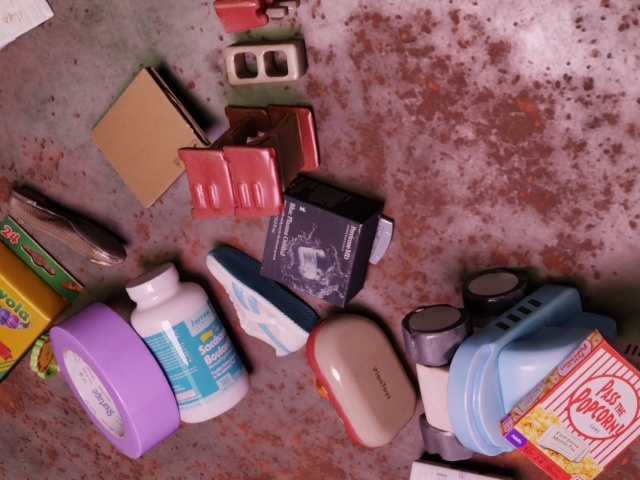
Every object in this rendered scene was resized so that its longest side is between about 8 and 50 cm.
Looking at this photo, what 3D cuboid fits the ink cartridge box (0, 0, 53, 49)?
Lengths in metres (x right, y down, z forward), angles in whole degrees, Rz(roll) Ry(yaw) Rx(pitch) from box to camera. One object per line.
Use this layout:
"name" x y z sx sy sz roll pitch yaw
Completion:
"ink cartridge box" -0.585 -0.403 1.824 0.232 0.066 0.189 -28 102 6

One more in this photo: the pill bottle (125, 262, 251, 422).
"pill bottle" -0.238 0.174 1.892 0.146 0.146 0.264 -19 106 25

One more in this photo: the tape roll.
"tape roll" -0.366 0.247 1.923 0.274 0.090 0.275 38 147 30

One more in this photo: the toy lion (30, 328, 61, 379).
"toy lion" -0.514 0.218 2.037 0.034 0.096 0.100 15 117 13

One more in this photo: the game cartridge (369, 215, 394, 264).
"game cartridge" 0.087 -0.004 1.775 0.056 0.017 0.083 27 119 10

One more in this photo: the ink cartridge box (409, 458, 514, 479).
"ink cartridge box" 0.238 0.457 1.867 0.175 0.072 0.128 9 85 15

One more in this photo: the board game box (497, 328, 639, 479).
"board game box" 0.365 0.238 1.500 0.146 0.045 0.193 40 103 -15

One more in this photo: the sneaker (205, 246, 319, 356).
"sneaker" -0.114 0.106 1.854 0.228 0.087 0.092 43 121 -1

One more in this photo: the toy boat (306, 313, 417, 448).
"toy boat" 0.048 0.236 1.837 0.151 0.151 0.231 -13 109 47

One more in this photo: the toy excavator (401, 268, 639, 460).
"toy excavator" 0.409 0.185 1.608 0.445 0.433 0.222 11 120 46

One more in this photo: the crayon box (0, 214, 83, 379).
"crayon box" -0.614 0.127 2.041 0.202 0.081 0.318 43 119 -2

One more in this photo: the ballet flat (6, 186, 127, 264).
"ballet flat" -0.452 -0.016 1.917 0.249 0.084 0.058 29 104 11

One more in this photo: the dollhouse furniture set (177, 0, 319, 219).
"dollhouse furniture set" -0.120 -0.240 1.636 0.152 0.201 0.374 0 114 19

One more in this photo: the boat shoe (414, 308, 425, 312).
"boat shoe" 0.207 0.188 1.793 0.063 0.059 0.170 -39 97 29

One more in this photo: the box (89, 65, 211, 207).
"box" -0.285 -0.168 1.796 0.164 0.021 0.201 52 132 2

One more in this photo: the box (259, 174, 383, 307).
"box" 0.000 0.000 1.753 0.158 0.093 0.156 21 118 17
